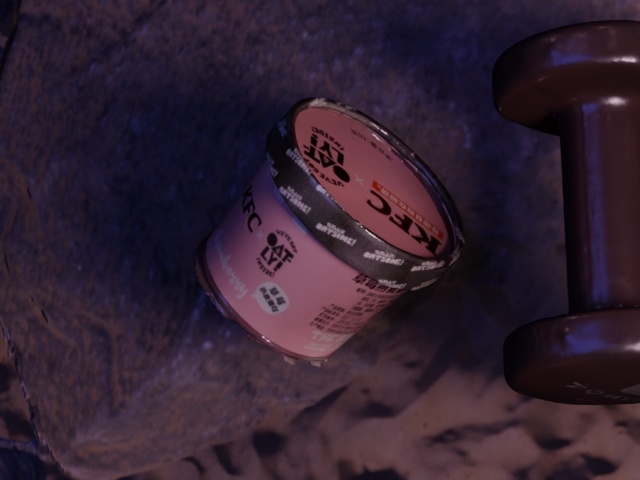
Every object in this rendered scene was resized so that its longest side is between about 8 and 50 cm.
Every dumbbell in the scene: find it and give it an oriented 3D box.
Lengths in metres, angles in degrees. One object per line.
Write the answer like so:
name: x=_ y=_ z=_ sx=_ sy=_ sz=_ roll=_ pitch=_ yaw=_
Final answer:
dumbbell: x=0.177 y=-0.014 z=1.186 sx=0.124 sy=0.140 sz=0.225 roll=-20 pitch=66 yaw=48

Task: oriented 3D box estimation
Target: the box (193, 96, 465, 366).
box: x=0.000 y=0.000 z=1.315 sx=0.135 sy=0.151 sz=0.151 roll=-46 pitch=54 yaw=28
